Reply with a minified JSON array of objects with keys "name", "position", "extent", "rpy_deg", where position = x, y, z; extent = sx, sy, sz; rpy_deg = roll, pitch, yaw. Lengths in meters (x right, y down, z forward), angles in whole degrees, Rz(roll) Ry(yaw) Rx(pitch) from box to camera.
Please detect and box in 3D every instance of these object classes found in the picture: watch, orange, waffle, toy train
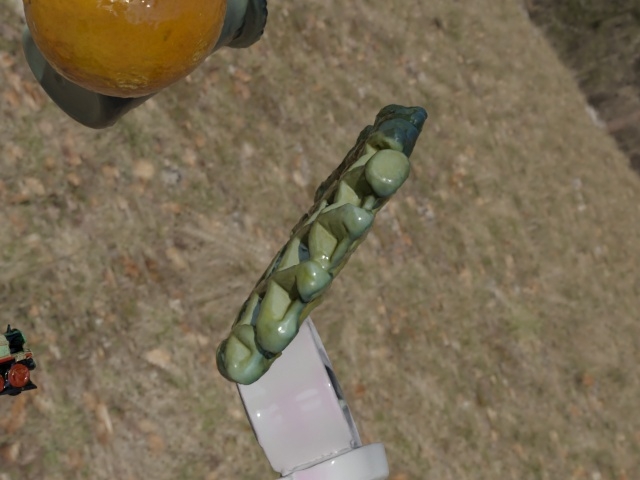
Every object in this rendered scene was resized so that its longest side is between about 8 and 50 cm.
[{"name":"watch","position":[-0.041,0.221,1.318],"extent":[0.244,0.196,0.231],"rpy_deg":[69,-2,-76]},{"name":"orange","position":[-0.210,-0.256,1.156],"extent":[0.193,0.219,0.219],"rpy_deg":[106,-20,-48]},{"name":"waffle","position":[0.000,0.000,1.024],"extent":[0.056,0.309,0.292],"rpy_deg":[36,22,-4]},{"name":"toy train","position":[-0.406,0.144,1.095],"extent":[0.250,0.053,0.085],"rpy_deg":[-12,99,-42]}]

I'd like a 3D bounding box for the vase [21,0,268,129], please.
[{"name":"vase","position":[-0.253,-0.303,1.520],"extent":[0.291,0.245,0.245],"rpy_deg":[-46,127,-29]}]
